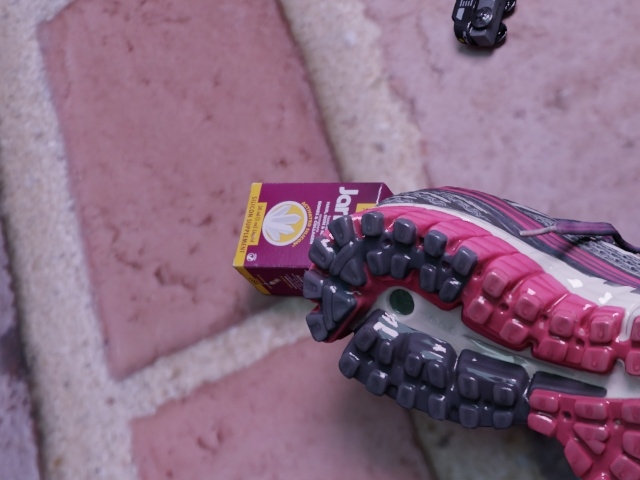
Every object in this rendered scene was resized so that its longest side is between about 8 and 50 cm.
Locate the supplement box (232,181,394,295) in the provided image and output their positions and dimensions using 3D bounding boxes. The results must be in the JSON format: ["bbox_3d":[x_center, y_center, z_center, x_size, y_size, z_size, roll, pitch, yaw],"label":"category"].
[{"bbox_3d":[0.000,0.000,0.641,0.083,0.043,0.055,0,64,24],"label":"supplement box"}]

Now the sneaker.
[{"bbox_3d":[0.143,0.048,0.517,0.299,0.112,0.121,29,121,22],"label":"sneaker"}]

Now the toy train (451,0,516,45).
[{"bbox_3d":[0.111,-0.187,0.695,0.036,0.027,0.158,4,68,38],"label":"toy train"}]
